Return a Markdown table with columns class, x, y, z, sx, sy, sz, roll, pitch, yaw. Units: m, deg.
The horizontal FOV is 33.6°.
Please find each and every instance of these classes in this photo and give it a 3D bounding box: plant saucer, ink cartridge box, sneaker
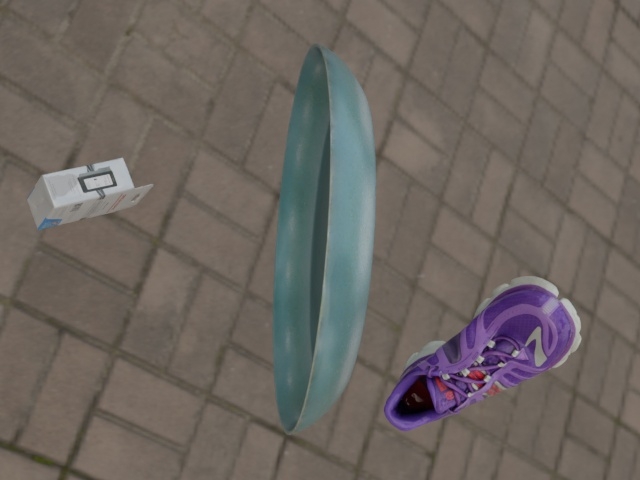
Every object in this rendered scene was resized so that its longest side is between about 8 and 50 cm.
| class | x | y | z | sx | sy | sz | roll | pitch | yaw |
| --- | --- | --- | --- | --- | --- | --- | --- | --- | --- |
| plant saucer | 0.000 | 0.000 | 0.872 | 0.043 | 0.317 | 0.318 | 5 | 83 | -8 |
| ink cartridge box | -0.175 | -0.037 | 0.808 | 0.083 | 0.048 | 0.028 | -16 | 79 | -35 |
| sneaker | 0.109 | 0.089 | 0.730 | 0.068 | 0.170 | 0.071 | 49 | 39 | 4 |
